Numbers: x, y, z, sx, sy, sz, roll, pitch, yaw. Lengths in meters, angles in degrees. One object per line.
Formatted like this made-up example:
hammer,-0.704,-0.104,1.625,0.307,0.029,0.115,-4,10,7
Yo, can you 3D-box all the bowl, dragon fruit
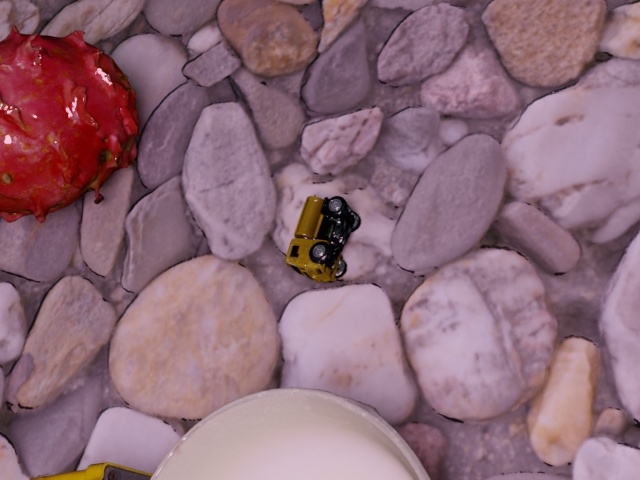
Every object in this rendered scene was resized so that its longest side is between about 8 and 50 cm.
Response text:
bowl,-0.009,0.270,0.754,0.277,0.145,0.277,-10,64,20
dragon fruit,-0.332,-0.120,1.016,0.268,0.210,0.205,-29,81,0

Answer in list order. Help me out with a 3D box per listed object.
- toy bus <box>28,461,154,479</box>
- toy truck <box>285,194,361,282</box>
toy bus,-0.197,0.371,0.796,0.152,0.144,0.330,-13,61,27
toy truck,0.000,0.000,0.919,0.054,0.049,0.083,9,72,28
